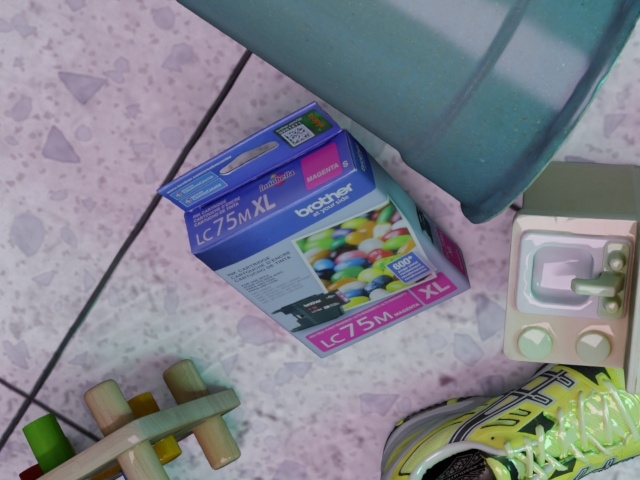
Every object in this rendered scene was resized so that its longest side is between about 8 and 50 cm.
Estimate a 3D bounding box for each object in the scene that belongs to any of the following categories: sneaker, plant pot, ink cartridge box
[{"bbox_3d":[0.241,0.209,1.655,0.384,0.147,0.145,-28,103,16],"label":"sneaker"},{"bbox_3d":[0.073,-0.240,1.391,0.334,0.341,0.341,28,112,-7],"label":"plant pot"},{"bbox_3d":[0.000,0.000,1.567,0.185,0.065,0.311,-27,140,17],"label":"ink cartridge box"}]

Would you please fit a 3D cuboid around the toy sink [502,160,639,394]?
[{"bbox_3d":[0.246,0.031,1.540,0.131,0.234,0.153,3,112,7],"label":"toy sink"}]

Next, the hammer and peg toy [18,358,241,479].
[{"bbox_3d":[-0.274,0.263,1.706,0.361,0.266,0.127,-32,82,19],"label":"hammer and peg toy"}]
